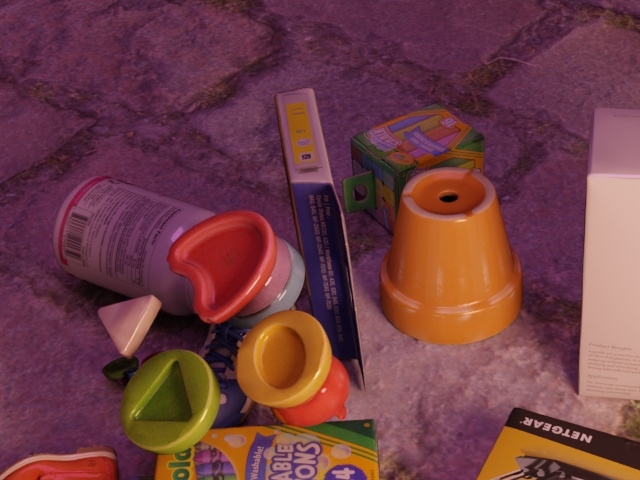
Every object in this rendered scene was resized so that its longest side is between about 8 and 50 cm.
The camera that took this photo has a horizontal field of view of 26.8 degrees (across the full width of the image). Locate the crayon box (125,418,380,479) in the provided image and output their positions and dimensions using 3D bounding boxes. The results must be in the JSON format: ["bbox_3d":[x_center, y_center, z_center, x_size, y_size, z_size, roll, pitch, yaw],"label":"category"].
[{"bbox_3d":[-0.088,0.318,1.597,0.323,0.083,0.203,-5,37,2],"label":"crayon box"}]

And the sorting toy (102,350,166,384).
[{"bbox_3d":[-0.245,0.185,1.831,0.102,0.042,0.061,-11,21,12],"label":"sorting toy"}]

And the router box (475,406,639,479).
[{"bbox_3d":[0.321,0.334,1.529,0.309,0.081,0.243,13,41,23],"label":"router box"}]

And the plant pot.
[{"bbox_3d":[0.182,0.009,1.880,0.205,0.188,0.205,-3,38,2],"label":"plant pot"}]

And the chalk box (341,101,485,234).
[{"bbox_3d":[0.132,-0.100,2.075,0.213,0.132,0.132,-25,41,-22],"label":"chalk box"}]

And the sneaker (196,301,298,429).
[{"bbox_3d":[-0.126,0.140,1.795,0.112,0.131,0.296,13,42,19],"label":"sneaker"}]

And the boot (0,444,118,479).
[{"bbox_3d":[-0.326,0.307,1.663,0.158,0.059,0.085,-11,43,-9],"label":"boot"}]

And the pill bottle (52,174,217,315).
[{"bbox_3d":[-0.231,0.016,1.942,0.283,0.160,0.160,19,43,27],"label":"pill bottle"}]

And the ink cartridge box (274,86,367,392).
[{"bbox_3d":[0.000,0.000,1.819,0.072,0.304,0.307,-8,37,1],"label":"ink cartridge box"}]

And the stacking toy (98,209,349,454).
[{"bbox_3d":[-0.115,0.138,1.689,0.279,0.130,0.309,-32,50,10],"label":"stacking toy"}]

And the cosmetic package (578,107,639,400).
[{"bbox_3d":[0.425,0.026,1.684,0.197,0.365,0.155,4,39,11],"label":"cosmetic package"}]
